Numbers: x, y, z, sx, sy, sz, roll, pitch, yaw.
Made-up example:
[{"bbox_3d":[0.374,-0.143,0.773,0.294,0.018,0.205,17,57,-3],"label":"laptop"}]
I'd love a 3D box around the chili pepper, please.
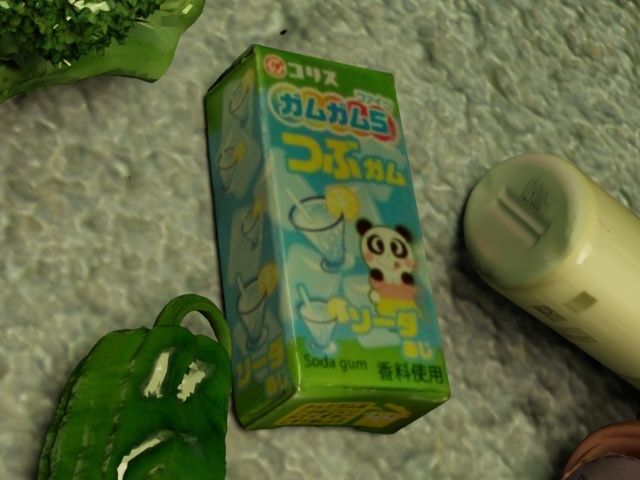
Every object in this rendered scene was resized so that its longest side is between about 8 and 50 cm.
[{"bbox_3d":[-0.076,0.137,0.532,0.100,0.074,0.257,12,66,-24],"label":"chili pepper"}]

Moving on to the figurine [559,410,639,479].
[{"bbox_3d":[0.190,0.154,0.692,0.114,0.126,0.157,27,11,29],"label":"figurine"}]

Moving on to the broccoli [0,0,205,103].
[{"bbox_3d":[-0.143,-0.170,0.557,0.241,0.261,0.269,34,8,-45],"label":"broccoli"}]

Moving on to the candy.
[{"bbox_3d":[0.000,0.000,0.657,0.097,0.062,0.194,7,63,-32],"label":"candy"}]

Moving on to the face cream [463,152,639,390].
[{"bbox_3d":[0.243,0.080,0.737,0.348,0.081,0.173,35,8,-15],"label":"face cream"}]
